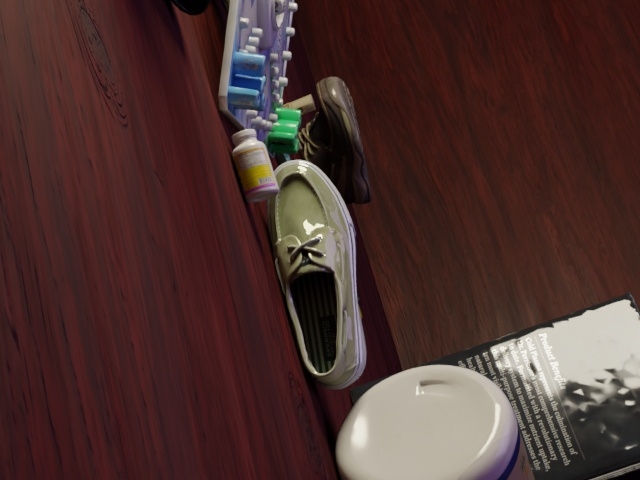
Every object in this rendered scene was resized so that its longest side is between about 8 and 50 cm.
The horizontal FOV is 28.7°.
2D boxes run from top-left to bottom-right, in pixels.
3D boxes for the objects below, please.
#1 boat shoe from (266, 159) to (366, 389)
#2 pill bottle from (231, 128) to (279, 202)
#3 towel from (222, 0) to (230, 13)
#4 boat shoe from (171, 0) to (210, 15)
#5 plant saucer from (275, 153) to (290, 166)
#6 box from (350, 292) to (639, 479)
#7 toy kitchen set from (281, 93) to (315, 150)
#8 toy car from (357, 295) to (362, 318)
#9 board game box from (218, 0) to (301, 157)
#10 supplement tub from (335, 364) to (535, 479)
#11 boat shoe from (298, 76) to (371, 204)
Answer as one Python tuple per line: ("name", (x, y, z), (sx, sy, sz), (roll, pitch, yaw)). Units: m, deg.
("boat shoe", (-0.003, 0.036, 1.574), (0.094, 0.109, 0.302), (45, 30, -75))
("pill bottle", (-0.081, -0.091, 1.511), (0.043, 0.043, 0.083), (46, 26, -79))
("towel", (-0.160, -0.410, 2.035), (0.060, 0.009, 0.083), (62, 10, -60))
("boat shoe", (-0.163, -0.326, 1.340), (0.228, 0.080, 0.076), (78, -5, -60))
("plant saucer", (-0.084, -0.193, 2.031), (0.067, 0.018, 0.192), (-101, 172, -56))
("box", (0.349, 0.389, 2.032), (0.480, 0.471, 0.297), (66, 7, -52))
("toy kitchen set", (-0.034, -0.206, 2.291), (0.068, 0.075, 0.083), (-99, 166, -56))
("toy car", (0.000, 0.000, 2.046), (0.225, 0.053, 0.239), (63, 9, -59))
("board game box", (-0.057, -0.334, 1.733), (0.390, 0.050, 0.390), (39, 57, -81))
("supplement tub", (0.166, 0.339, 1.599), (0.228, 0.228, 0.316), (-102, 172, -53))
("boat shoe", (0.021, -0.184, 2.546), (0.355, 0.130, 0.132), (75, 4, -51))
